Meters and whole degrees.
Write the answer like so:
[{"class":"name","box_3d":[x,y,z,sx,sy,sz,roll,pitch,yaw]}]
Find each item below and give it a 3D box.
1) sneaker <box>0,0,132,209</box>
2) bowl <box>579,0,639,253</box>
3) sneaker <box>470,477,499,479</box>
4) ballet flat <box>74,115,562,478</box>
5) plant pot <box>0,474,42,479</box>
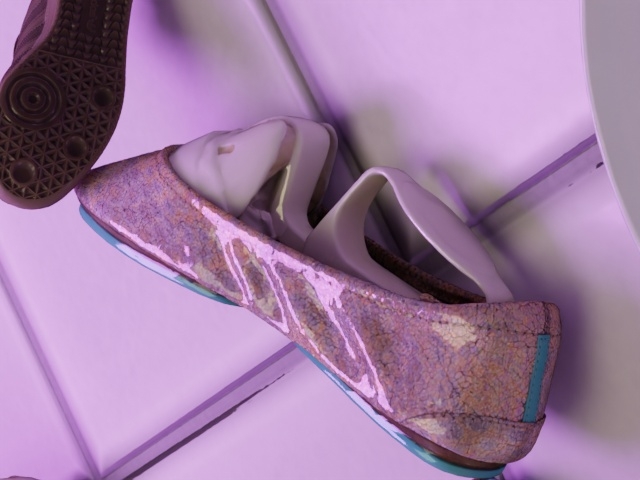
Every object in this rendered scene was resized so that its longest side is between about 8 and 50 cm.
[{"class":"sneaker","box_3d":[-0.142,-0.094,1.051,0.071,0.066,0.188,138,151,-63]},{"class":"bowl","box_3d":[0.233,-0.065,0.583,0.298,0.134,0.298,26,125,44]},{"class":"sneaker","box_3d":[0.070,0.251,0.964,0.125,0.104,0.262,40,134,31]},{"class":"ballet flat","box_3d":[0.000,0.000,0.956,0.316,0.107,0.106,31,111,33]},{"class":"plant pot","box_3d":[-0.255,0.332,1.270,0.334,0.334,0.305,-33,68,53]}]
